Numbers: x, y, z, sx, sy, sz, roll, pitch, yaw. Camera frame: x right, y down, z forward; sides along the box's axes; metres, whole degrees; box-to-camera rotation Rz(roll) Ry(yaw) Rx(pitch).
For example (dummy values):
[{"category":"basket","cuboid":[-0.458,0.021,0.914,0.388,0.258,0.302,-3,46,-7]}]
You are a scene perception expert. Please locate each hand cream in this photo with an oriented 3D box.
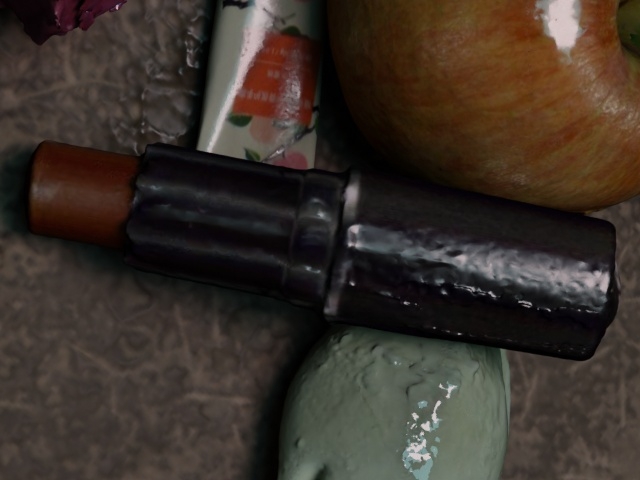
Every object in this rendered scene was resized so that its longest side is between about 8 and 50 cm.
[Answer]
[{"category":"hand cream","cuboid":[-0.027,-0.124,0.999,0.080,0.050,0.234,7,88,-33]}]

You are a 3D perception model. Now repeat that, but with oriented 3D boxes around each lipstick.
[{"category":"lipstick","cuboid":[0.000,0.000,0.929,0.299,0.081,0.081,10,80,-2]}]

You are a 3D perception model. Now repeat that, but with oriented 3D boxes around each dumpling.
[{"category":"dumpling","cuboid":[0.057,0.106,0.985,0.152,0.108,0.219,33,74,-21]}]

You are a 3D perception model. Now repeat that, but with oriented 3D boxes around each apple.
[{"category":"apple","cuboid":[0.112,-0.116,0.982,0.211,0.188,0.211,0,89,-37]}]

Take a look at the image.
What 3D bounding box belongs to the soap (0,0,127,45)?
[{"category":"soap","cuboid":[-0.153,-0.219,0.870,0.099,0.162,0.250,-38,102,-24]}]
